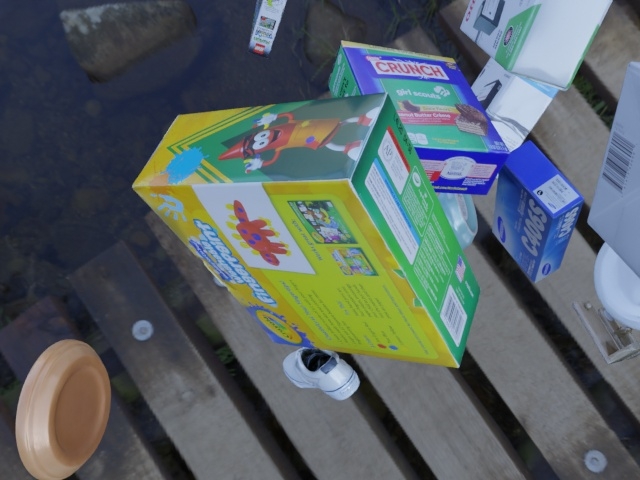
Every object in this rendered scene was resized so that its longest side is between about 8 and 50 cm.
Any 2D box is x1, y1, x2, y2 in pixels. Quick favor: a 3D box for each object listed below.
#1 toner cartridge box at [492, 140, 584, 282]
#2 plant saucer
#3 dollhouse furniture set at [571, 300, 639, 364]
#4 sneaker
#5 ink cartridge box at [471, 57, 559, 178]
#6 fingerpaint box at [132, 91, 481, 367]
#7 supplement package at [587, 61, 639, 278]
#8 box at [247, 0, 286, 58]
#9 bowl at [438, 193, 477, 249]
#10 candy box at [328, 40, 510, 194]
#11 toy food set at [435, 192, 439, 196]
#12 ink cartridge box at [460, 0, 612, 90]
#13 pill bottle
[{"bbox_3d":[0.448,-0.049,1.423,0.075,0.348,0.165,-31,63,-3],"label":"toner cartridge box"},{"bbox_3d":[-0.360,0.244,0.973,0.037,0.200,0.200,0,81,13],"label":"plant saucer"},{"bbox_3d":[0.580,0.127,1.219,0.151,0.144,0.123,-46,57,38],"label":"dollhouse furniture set"},{"bbox_3d":[-0.012,0.246,1.368,0.094,0.258,0.091,-40,108,-24],"label":"sneaker"},{"bbox_3d":[0.466,-0.345,1.754,0.129,0.223,0.307,27,108,-16],"label":"ink cartridge box"},{"bbox_3d":[0.000,0.000,1.042,0.371,0.445,0.163,1,53,34],"label":"fingerpaint box"},{"bbox_3d":[0.435,-0.053,0.613,0.292,0.175,0.178,1,118,-5],"label":"supplement package"},{"bbox_3d":[-0.084,-0.408,1.138,0.036,0.114,0.207,15,40,-13],"label":"box"},{"bbox_3d":[0.344,-0.079,1.931,0.163,0.311,0.312,-16,78,25],"label":"bowl"},{"bbox_3d":[0.182,-0.243,1.328,0.268,0.122,0.317,1,46,-21],"label":"candy box"},{"bbox_3d":[0.269,-0.124,1.656,0.082,0.020,0.083,-49,33,-7],"label":"toy food set"},{"bbox_3d":[0.363,-0.411,1.152,0.121,0.289,0.211,12,118,-13],"label":"ink cartridge box"},{"bbox_3d":[0.518,0.064,0.952,0.153,0.264,0.153,-17,67,47],"label":"pill bottle"}]
